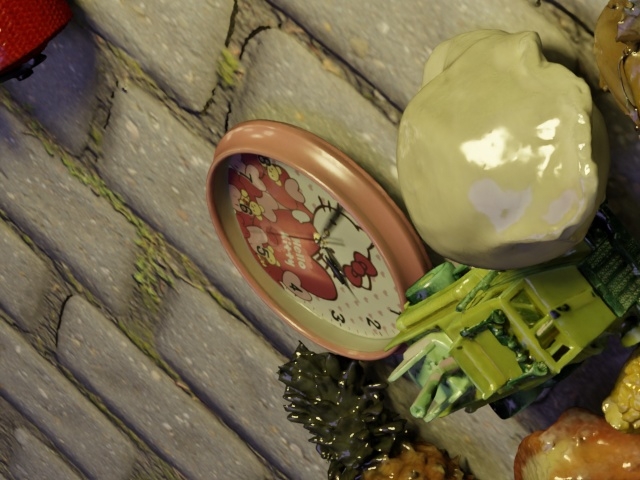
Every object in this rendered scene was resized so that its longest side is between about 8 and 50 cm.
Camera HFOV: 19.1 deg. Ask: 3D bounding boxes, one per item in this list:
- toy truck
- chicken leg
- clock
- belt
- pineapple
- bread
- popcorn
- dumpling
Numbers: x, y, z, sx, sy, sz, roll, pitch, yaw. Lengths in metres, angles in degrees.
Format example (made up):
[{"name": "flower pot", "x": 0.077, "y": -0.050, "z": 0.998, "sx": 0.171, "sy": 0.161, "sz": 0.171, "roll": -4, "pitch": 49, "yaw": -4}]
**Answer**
[{"name": "toy truck", "x": 0.144, "y": 0.070, "z": 1.404, "sx": 0.128, "sy": 0.135, "sz": 0.259, "roll": 51, "pitch": 140, "yaw": -4}, {"name": "chicken leg", "x": 0.250, "y": -0.087, "z": 1.149, "sx": 0.196, "sy": 0.080, "sz": 0.125, "roll": 37, "pitch": 137, "yaw": 16}, {"name": "clock", "x": 0.001, "y": -0.001, "z": 1.608, "sx": 0.244, "sy": 0.056, "sz": 0.244, "roll": 33, "pitch": 147, "yaw": 25}, {"name": "belt", "x": -0.306, "y": -0.194, "z": 1.705, "sx": 0.201, "sy": 0.128, "sz": 0.124, "roll": -9, "pitch": 118, "yaw": 55}, {"name": "pineapple", "x": 0.048, "y": 0.212, "z": 1.726, "sx": 0.278, "sy": 0.158, "sz": 0.158, "roll": 57, "pitch": 151, "yaw": 3}, {"name": "bread", "x": 0.233, "y": 0.234, "z": 1.487, "sx": 0.190, "sy": 0.123, "sz": 0.244, "roll": -123, "pitch": 21, "yaw": -62}, {"name": "popcorn", "x": 0.255, "y": 0.110, "z": 1.392, "sx": 0.084, "sy": 0.084, "sz": 0.084, "roll": 33, "pitch": 148, "yaw": 24}, {"name": "dumpling", "x": 0.122, "y": -0.062, "z": 1.287, "sx": 0.250, "sy": 0.132, "sz": 0.162, "roll": -169, "pitch": 72, "yaw": -71}]
